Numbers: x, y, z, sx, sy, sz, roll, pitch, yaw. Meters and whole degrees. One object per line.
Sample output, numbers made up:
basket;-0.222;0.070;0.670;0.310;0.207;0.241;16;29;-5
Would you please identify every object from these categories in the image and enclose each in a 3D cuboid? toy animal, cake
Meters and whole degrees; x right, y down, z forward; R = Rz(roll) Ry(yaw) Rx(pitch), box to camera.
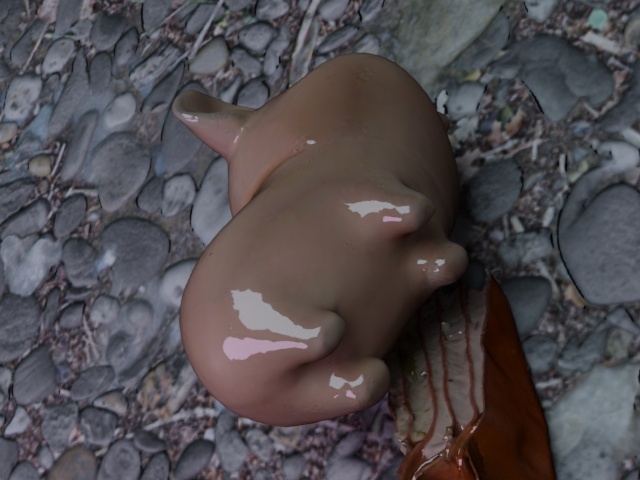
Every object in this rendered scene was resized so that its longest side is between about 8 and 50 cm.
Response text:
toy animal;0.000;0.000;1.178;0.269;0.237;0.326;14;54;44
cake;0.116;0.129;1.151;0.098;0.135;0.287;-34;32;24
